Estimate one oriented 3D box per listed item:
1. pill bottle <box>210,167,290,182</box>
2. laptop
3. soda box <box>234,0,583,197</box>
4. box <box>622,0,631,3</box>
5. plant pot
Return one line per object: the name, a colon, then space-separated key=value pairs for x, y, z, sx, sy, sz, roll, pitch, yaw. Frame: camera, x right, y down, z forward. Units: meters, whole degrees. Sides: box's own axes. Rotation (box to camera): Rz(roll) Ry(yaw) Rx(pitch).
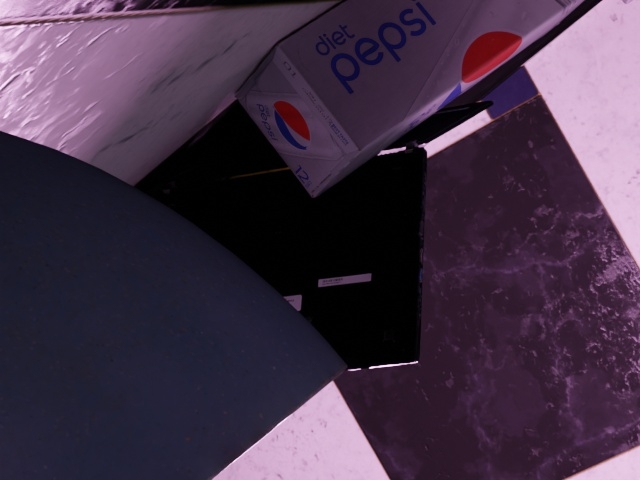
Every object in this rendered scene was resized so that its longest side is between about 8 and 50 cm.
pill bottle: x=-0.078 y=0.046 z=1.603 sx=0.188 sy=0.188 sz=0.334 roll=-40 pitch=176 yaw=41
laptop: x=0.000 y=0.000 z=1.414 sx=0.234 sy=0.264 sz=0.136 roll=-9 pitch=155 yaw=27
soda box: x=0.080 y=-0.151 z=1.332 sx=0.286 sy=0.098 sz=0.091 roll=-36 pitch=176 yaw=-31
box: x=0.331 y=-0.322 z=1.652 sx=0.203 sy=0.103 sz=0.114 roll=-38 pitch=177 yaw=2
plant pot: x=-0.162 y=0.063 z=0.714 sx=0.290 sy=0.195 sz=0.290 roll=-38 pitch=178 yaw=-2
